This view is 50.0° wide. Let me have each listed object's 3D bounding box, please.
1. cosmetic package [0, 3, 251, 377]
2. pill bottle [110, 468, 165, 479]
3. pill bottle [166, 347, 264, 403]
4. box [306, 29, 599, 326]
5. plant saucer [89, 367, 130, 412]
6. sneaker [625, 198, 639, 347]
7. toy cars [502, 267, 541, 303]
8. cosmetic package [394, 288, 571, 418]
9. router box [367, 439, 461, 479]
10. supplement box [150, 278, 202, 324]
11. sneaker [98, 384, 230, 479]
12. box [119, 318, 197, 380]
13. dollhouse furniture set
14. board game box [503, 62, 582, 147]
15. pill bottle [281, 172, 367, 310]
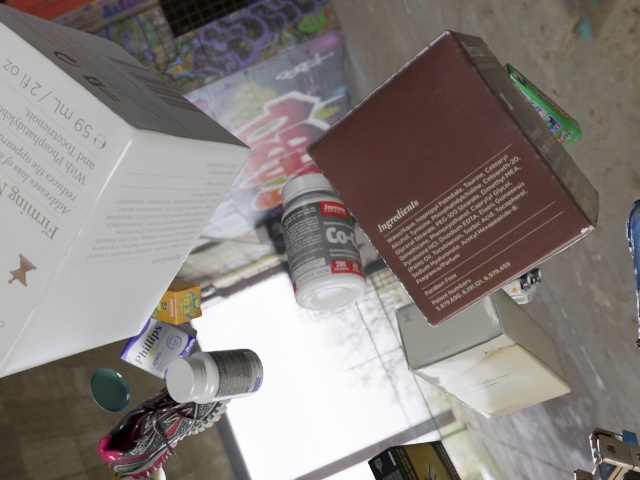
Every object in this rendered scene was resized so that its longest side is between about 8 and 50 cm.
[{"bbox_3d":[-0.383,-0.075,1.026,0.329,0.394,0.327,37,-165,14],"label":"cosmetic package"},{"bbox_3d":[-0.394,0.534,1.473,0.119,0.119,0.208,67,168,-4],"label":"pill bottle"},{"bbox_3d":[-0.159,0.205,1.042,0.137,0.078,0.078,6,-127,-49],"label":"pill bottle"},{"bbox_3d":[0.131,-0.062,0.650,0.203,0.167,0.168,54,-153,2],"label":"box"},{"bbox_3d":[-0.525,0.373,1.697,0.119,0.021,0.119,43,-153,-28],"label":"plant saucer"},{"bbox_3d":[0.504,0.089,0.952,0.147,0.129,0.330,-48,-58,-53],"label":"sneaker"},{"bbox_3d":[0.410,0.118,1.622,0.393,0.176,0.087,170,90,-80],"label":"toy cars"},{"bbox_3d":[0.267,0.179,1.102,0.309,0.160,0.113,34,-143,-46],"label":"cosmetic package"},{"bbox_3d":[0.262,0.619,1.564,0.242,0.081,0.309,15,-138,-52],"label":"router box"},{"bbox_3d":[-0.364,0.123,1.515,0.080,0.233,0.078,-14,-74,-51],"label":"supplement box"},{"bbox_3d":[-0.288,0.333,1.321,0.121,0.299,0.112,38,169,37],"label":"sneaker"},{"bbox_3d":[-0.374,0.240,1.592,0.137,0.126,0.072,29,-175,-11],"label":"box"},{"bbox_3d":[0.633,0.459,1.494,0.184,0.128,0.129,-70,-4,-56],"label":"dollhouse furniture set"},{"bbox_3d":[0.339,-0.189,1.416,0.213,0.317,0.046,30,-140,-25],"label":"board game box"},{"bbox_3d":[0.000,0.000,1.544,0.161,0.161,0.284,67,-170,-62],"label":"pill bottle"}]
